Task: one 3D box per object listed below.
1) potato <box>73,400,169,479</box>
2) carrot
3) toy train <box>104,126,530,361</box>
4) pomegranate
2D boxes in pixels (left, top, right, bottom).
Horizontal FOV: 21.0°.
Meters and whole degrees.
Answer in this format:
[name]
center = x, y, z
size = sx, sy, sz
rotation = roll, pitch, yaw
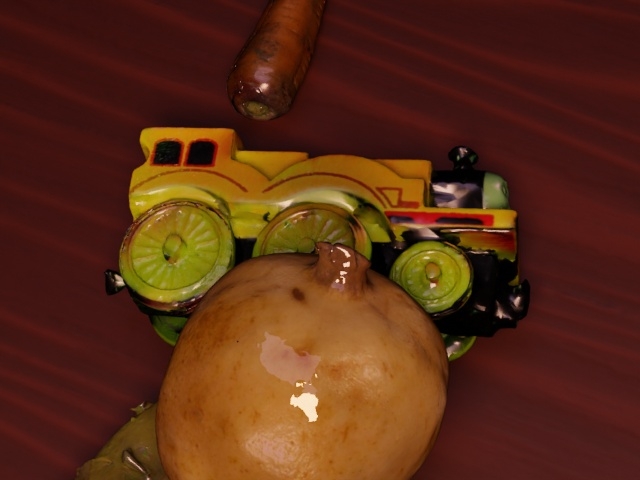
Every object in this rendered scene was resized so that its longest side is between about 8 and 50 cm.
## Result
[potato]
center = -0.116, 0.188, 1.122
size = 0.117, 0.090, 0.225
rotation = 30, 65, 6
[carrot]
center = -0.026, -0.161, 1.326
size = 0.055, 0.055, 0.161
rotation = 12, 57, 15
[toy train]
center = 0.000, 0.000, 1.202
size = 0.296, 0.100, 0.160
rotation = 3, 60, 10
[pomegranate]
center = -0.009, 0.083, 1.046
size = 0.196, 0.196, 0.196
rotation = -4, 61, 7
